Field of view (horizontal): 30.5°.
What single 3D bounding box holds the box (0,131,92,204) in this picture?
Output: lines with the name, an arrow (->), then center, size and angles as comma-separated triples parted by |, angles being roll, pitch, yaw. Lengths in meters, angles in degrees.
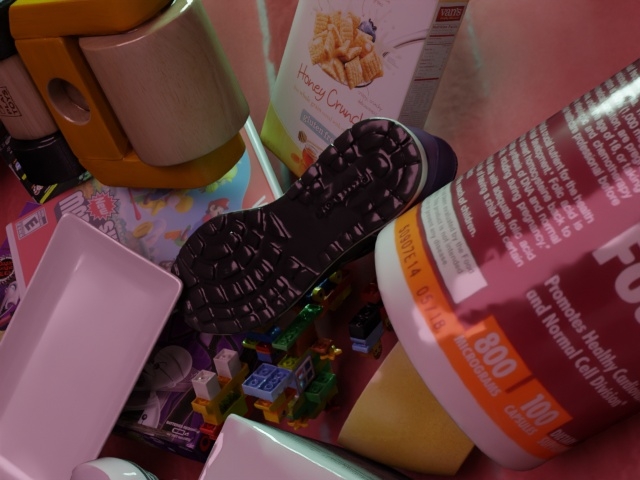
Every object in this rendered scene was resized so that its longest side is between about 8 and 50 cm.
box -> -0.270, -0.123, 1.353 | 0.190, 0.045, 0.184 | -49, 56, 7

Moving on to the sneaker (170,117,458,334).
sneaker -> 0.000, 0.000, 1.030 | 0.283, 0.124, 0.107 | -31, 75, 26

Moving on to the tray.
tray -> -0.234, 0.123, 1.080 | 0.145, 0.030, 0.270 | 30, 97, 20

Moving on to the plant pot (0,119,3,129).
plant pot -> -0.460, -0.250, 1.366 | 0.334, 0.334, 0.305 | 36, 110, 37

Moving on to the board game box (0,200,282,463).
board game box -> -0.209, 0.080, 1.169 | 0.347, 0.056, 0.208 | 10, 60, 31

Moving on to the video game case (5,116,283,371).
video game case -> -0.175, -0.007, 1.165 | 0.285, 0.025, 0.204 | -29, 51, 6

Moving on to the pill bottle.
pill bottle -> 0.255, -0.016, 0.855 | 0.392, 0.224, 0.224 | -34, 57, 19

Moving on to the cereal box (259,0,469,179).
cereal box -> 0.033, -0.155, 1.096 | 0.173, 0.047, 0.240 | 44, 129, 37

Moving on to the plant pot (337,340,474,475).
plant pot -> 0.091, 0.142, 0.976 | 0.095, 0.134, 0.134 | 35, 93, 13

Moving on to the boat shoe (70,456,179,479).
boat shoe -> -0.151, 0.247, 1.006 | 0.102, 0.301, 0.108 | -19, 68, -23

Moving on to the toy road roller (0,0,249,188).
toy road roller -> -0.189, -0.199, 1.172 | 0.330, 0.202, 0.240 | 6, 43, 39

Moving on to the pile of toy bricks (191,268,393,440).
pile of toy bricks -> -0.009, 0.117, 1.053 | 0.118, 0.105, 0.212 | 10, 38, 34

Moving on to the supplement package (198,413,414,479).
supplement package -> -0.003, 0.268, 0.930 | 0.149, 0.203, 0.194 | 22, 86, 37
